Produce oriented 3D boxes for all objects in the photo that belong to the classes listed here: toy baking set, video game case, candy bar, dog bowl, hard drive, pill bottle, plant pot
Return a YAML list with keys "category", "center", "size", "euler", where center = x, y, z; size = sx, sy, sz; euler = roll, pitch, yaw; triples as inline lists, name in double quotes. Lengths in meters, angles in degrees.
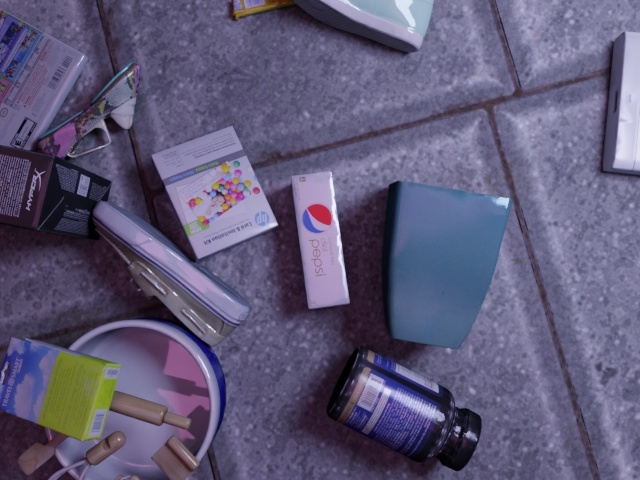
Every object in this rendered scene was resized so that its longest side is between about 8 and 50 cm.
- category: "toy baking set"
  center: [-0.310, 0.317, 0.845]
  size: [0.256, 0.030, 0.197]
  euler: [21, 87, 3]
- category: "video game case"
  center: [-0.537, -0.272, 0.998]
  size: [0.193, 0.023, 0.213]
  euler: [29, 88, 2]
- category: "candy bar"
  center: [-0.079, -0.418, 1.003]
  size: [0.161, 0.018, 0.040]
  euler: [-13, 83, 0]
- category: "dog bowl"
  center: [-0.286, 0.256, 0.917]
  size: [0.264, 0.104, 0.265]
  euler: [0, 86, 1]
- category: "hard drive"
  center: [0.666, -0.212, 0.963]
  size: [0.352, 0.047, 0.233]
  euler: [7, 86, 1]
- category: "pill bottle"
  center: [0.131, 0.266, 0.901]
  size: [0.219, 0.123, 0.123]
  euler: [27, 87, 3]
- category: "plant pot"
  center: [0.175, 0.038, 0.903]
  size: [0.165, 0.166, 0.235]
  euler: [10, 94, 1]

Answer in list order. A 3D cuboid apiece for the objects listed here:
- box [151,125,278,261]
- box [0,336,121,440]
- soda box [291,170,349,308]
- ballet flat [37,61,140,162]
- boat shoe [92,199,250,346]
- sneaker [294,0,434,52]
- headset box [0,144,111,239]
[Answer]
- category: "box"
  center: [-0.175, -0.078, 0.954]
  size: [0.145, 0.038, 0.186]
  euler: [-23, 87, -17]
- category: "box"
  center: [-0.385, 0.211, 0.838]
  size: [0.178, 0.042, 0.109]
  euler: [10, 80, 21]
- category: "soda box"
  center: [0.000, 0.000, 0.945]
  size: [0.069, 0.074, 0.216]
  euler: [-8, 86, 0]
- category: "ballet flat"
  center: [-0.371, -0.202, 0.972]
  size: [0.221, 0.077, 0.079]
  euler: [-38, 105, 3]
- category: "boat shoe"
  center: [-0.255, 0.054, 0.931]
  size: [0.302, 0.109, 0.094]
  euler: [38, 89, 0]
- category: "sneaker"
  center: [0.071, -0.431, 0.962]
  size: [0.255, 0.094, 0.151]
  euler: [20, 92, -8]
- category: "headset box"
  center: [-0.510, -0.086, 0.887]
  size: [0.293, 0.218, 0.110]
  euler: [12, 86, 1]
